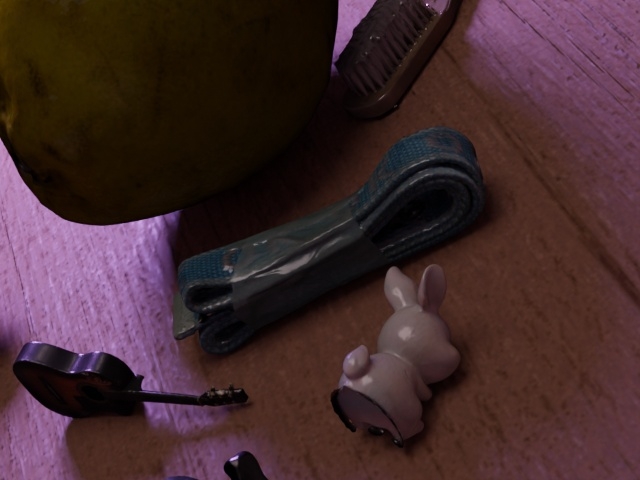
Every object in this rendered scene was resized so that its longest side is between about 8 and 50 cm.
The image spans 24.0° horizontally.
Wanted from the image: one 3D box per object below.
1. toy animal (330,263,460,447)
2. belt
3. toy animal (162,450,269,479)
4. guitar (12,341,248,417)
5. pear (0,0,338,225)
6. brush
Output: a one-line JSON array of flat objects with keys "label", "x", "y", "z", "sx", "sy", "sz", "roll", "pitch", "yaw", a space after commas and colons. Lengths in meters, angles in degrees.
[{"label": "toy animal", "x": 0.062, "y": 0.087, "z": 1.145, "sx": 0.124, "sy": 0.085, "sz": 0.071, "roll": -49, "pitch": 18, "yaw": -25}, {"label": "belt", "x": 0.000, "y": 0.000, "z": 1.284, "sx": 0.302, "sy": 0.087, "sz": 0.072, "roll": -28, "pitch": 39, "yaw": 14}, {"label": "toy animal", "x": -0.087, "y": 0.234, "z": 1.102, "sx": 0.210, "sy": 0.121, "sz": 0.117, "roll": -15, "pitch": 43, "yaw": 53}, {"label": "guitar", "x": -0.163, "y": 0.126, "z": 1.305, "sx": 0.233, "sy": 0.088, "sz": 0.025, "roll": 0, "pitch": 49, "yaw": 29}, {"label": "pear", "x": -0.145, "y": -0.205, "z": 1.437, "sx": 0.352, "sy": 0.352, "sz": 0.413, "roll": 1, "pitch": 55, "yaw": 42}, {"label": "brush", "x": 0.110, "y": -0.256, "z": 1.510, "sx": 0.070, "sy": 0.065, "sz": 0.327, "roll": 5, "pitch": 51, "yaw": 48}]
